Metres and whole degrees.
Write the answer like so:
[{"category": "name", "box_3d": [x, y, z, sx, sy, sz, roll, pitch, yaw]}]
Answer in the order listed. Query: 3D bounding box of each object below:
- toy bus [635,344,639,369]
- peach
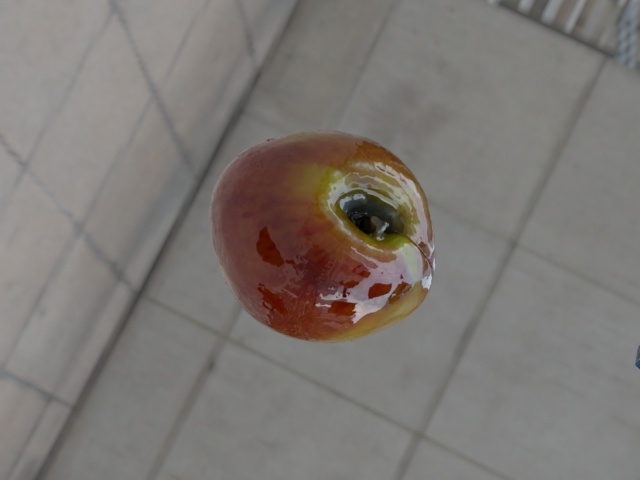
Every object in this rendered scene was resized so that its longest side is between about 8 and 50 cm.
[{"category": "toy bus", "box_3d": [0.382, 0.141, 1.780, 0.038, 0.083, 0.046, -45, -172, 38]}, {"category": "peach", "box_3d": [0.000, 0.000, 1.884, 0.281, 0.281, 0.238, 103, 12, -64]}]
